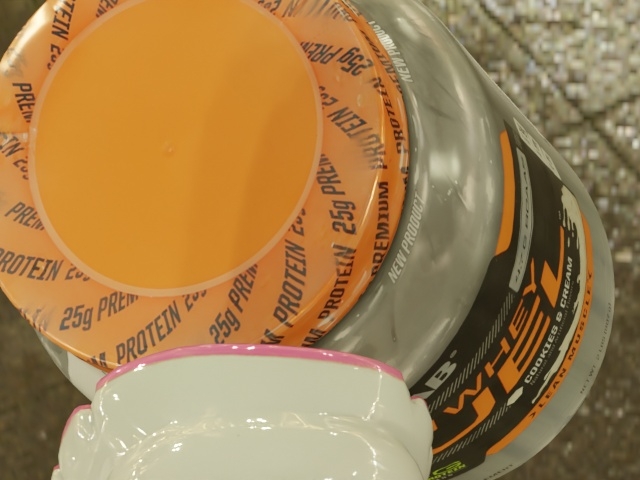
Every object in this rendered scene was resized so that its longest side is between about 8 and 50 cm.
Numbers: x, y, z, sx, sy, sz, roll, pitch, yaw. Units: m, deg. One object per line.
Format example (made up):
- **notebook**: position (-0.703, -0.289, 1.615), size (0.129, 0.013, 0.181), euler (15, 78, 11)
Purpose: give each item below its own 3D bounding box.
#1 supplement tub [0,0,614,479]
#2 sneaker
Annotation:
- **supplement tub**: position (0.000, 0.000, 0.782), size (0.193, 0.316, 0.194), euler (-4, 78, 19)
- **sneaker**: position (-0.032, 0.148, 0.423), size (0.103, 0.252, 0.111), euler (3, 36, -13)
